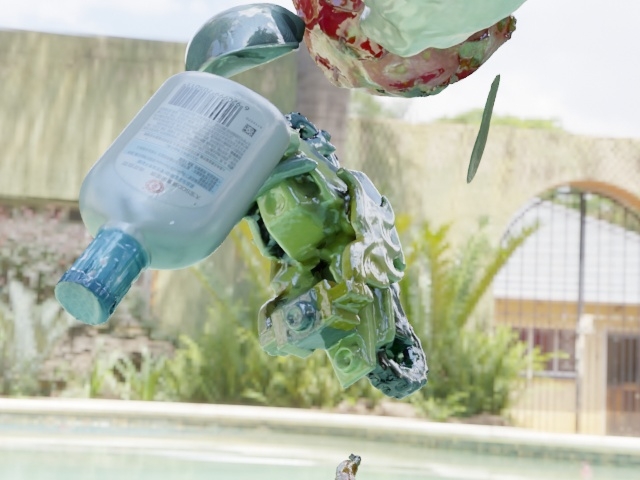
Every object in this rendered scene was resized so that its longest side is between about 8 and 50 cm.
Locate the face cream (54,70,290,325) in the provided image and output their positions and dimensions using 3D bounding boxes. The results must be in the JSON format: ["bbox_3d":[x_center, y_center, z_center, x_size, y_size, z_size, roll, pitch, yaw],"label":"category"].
[{"bbox_3d":[-0.163,-0.048,1.206,0.163,0.337,0.080,24,-41,7],"label":"face cream"}]

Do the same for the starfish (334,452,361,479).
[{"bbox_3d":[0.027,0.140,0.403,0.041,0.133,0.130,-15,-22,39],"label":"starfish"}]

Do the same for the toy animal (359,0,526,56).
[{"bbox_3d":[0.099,-0.306,1.055,0.188,0.266,0.307,3,6,-42],"label":"toy animal"}]

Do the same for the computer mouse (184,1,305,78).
[{"bbox_3d":[-0.108,-0.292,1.653,0.167,0.090,0.379,-20,10,9],"label":"computer mouse"}]

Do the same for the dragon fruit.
[{"bbox_3d":[0.117,-0.420,1.731,0.371,0.386,0.249,39,-3,23],"label":"dragon fruit"}]

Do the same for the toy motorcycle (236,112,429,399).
[{"bbox_3d":[0.000,0.000,1.384,0.168,0.410,0.237,-38,-31,27],"label":"toy motorcycle"}]

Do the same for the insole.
[{"bbox_3d":[0.254,-0.172,1.784,0.004,0.189,0.064,22,32,19],"label":"insole"}]
